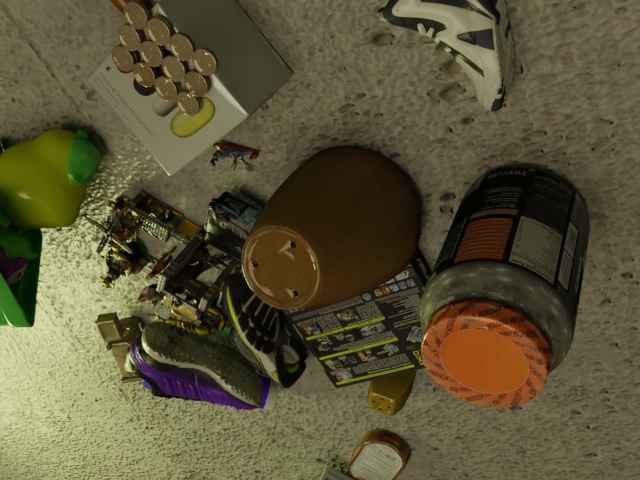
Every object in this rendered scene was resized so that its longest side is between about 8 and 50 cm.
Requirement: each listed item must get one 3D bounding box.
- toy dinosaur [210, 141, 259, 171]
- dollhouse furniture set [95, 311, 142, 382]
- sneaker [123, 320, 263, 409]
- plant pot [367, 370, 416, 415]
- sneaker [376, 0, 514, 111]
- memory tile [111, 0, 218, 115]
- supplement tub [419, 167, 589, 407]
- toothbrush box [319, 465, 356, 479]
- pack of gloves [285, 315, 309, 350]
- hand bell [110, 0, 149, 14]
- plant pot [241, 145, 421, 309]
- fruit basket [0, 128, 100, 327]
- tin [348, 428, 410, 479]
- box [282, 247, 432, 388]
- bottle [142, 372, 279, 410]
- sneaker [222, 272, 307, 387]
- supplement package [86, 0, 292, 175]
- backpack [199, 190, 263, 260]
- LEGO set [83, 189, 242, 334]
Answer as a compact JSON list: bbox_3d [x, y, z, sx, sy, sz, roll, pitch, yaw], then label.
[{"bbox_3d":[-0.146,-0.148,1.182,0.082,0.047,0.090,-21,104,18],"label":"toy dinosaur"},{"bbox_3d":[-0.384,0.208,1.571,0.160,0.101,0.182,-8,124,3],"label":"dollhouse furniture set"},{"bbox_3d":[-0.255,0.267,1.392,0.293,0.102,0.146,34,122,-26],"label":"sneaker"},{"bbox_3d":[0.128,0.283,1.348,0.081,0.083,0.081,18,132,14],"label":"plant pot"},{"bbox_3d":[0.152,-0.271,0.893,0.152,0.094,0.235,-2,124,30],"label":"sneaker"},{"bbox_3d":[-0.211,-0.243,0.951,0.148,0.012,0.113,34,133,1],"label":"memory tile"},{"bbox_3d":[0.248,0.056,0.948,0.193,0.316,0.194,14,131,17],"label":"supplement tub"},{"bbox_3d":[-0.008,0.684,1.577,0.122,0.283,0.206,24,142,8],"label":"toothbrush box"},{"bbox_3d":[-0.049,0.145,1.357,0.232,0.046,0.195,23,132,10],"label":"pack of gloves"},{"bbox_3d":[-0.339,-0.412,1.043,0.126,0.126,0.242,-24,123,38],"label":"hand bell"},{"bbox_3d":[0.000,0.000,1.034,0.237,0.254,0.237,8,110,22],"label":"plant pot"},{"bbox_3d":[-0.564,-0.045,1.324,0.391,0.392,0.283,5,127,24],"label":"fruit basket"},{"bbox_3d":[0.125,0.480,1.539,0.106,0.040,0.190,30,133,8],"label":"tin"},{"bbox_3d":[0.093,0.143,1.250,0.270,0.060,0.216,-20,115,29],"label":"box"},{"bbox_3d":[-0.232,0.299,1.500,0.282,0.092,0.118,15,161,-8],"label":"bottle"},{"bbox_3d":[-0.129,0.170,1.337,0.121,0.111,0.300,14,142,32],"label":"sneaker"},{"bbox_3d":[-0.194,-0.243,1.054,0.203,0.149,0.194,-29,108,40],"label":"supplement package"},{"bbox_3d":[-0.138,-0.025,1.241,0.114,0.084,0.105,32,134,8],"label":"backpack"},{"bbox_3d":[-0.303,0.073,1.329,0.331,0.192,0.255,35,133,-2],"label":"LEGO set"}]
